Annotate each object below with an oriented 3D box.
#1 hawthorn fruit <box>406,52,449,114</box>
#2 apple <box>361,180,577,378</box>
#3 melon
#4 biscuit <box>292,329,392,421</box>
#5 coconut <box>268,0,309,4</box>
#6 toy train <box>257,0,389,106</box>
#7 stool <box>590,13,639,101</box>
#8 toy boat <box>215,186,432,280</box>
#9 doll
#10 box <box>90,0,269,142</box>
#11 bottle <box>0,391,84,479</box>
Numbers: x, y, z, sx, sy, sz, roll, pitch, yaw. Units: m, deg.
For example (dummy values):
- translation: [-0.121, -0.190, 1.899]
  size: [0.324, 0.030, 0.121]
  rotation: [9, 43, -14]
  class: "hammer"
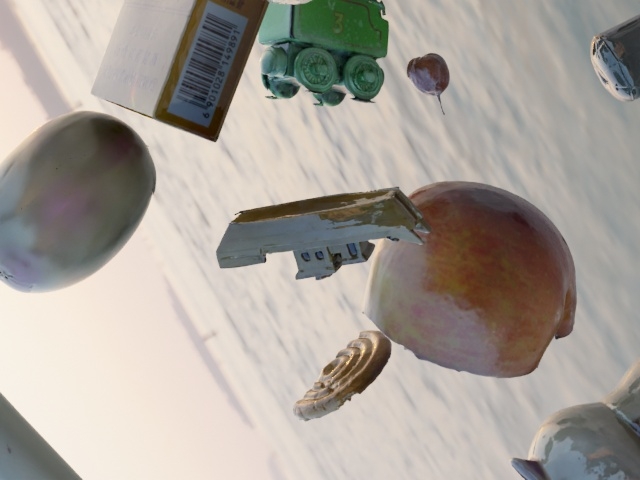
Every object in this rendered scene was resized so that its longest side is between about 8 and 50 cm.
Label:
- translation: [0.180, -0.250, 1.839]
  size: [0.067, 0.066, 0.103]
  rotation: [160, 87, -83]
  class: "hawthorn fruit"
- translation: [0.197, 0.021, 1.375]
  size: [0.251, 0.293, 0.163]
  rotation: [20, 120, 13]
  class: "apple"
- translation: [-0.386, -0.062, 1.752]
  size: [0.223, 0.317, 0.223]
  rotation: [27, 149, 18]
  class: "melon"
- translation: [0.049, 0.235, 2.027]
  size: [0.033, 0.224, 0.144]
  rotation: [53, 155, -17]
  class: "biscuit"
- translation: [-0.057, -0.410, 1.383]
  size: [0.233, 0.245, 0.233]
  rotation: [19, 142, 15]
  class: "coconut"
- translation: [0.005, -0.326, 1.936]
  size: [0.132, 0.243, 0.188]
  rotation: [3, 88, 53]
  class: "toy train"
- translation: [0.397, -0.232, 1.423]
  size: [0.096, 0.110, 0.096]
  rotation: [59, -174, -10]
  class: "stool"
- translation: [0.000, 0.000, 1.061]
  size: [0.064, 0.206, 0.072]
  rotation: [-49, -51, -60]
  class: "toy boat"
- translation: [0.455, 0.274, 1.571]
  size: [0.226, 0.370, 0.215]
  rotation: [48, 174, 25]
  class: "doll"
- translation: [-0.175, -0.370, 1.658]
  size: [0.115, 0.415, 0.264]
  rotation: [19, -176, -33]
  class: "box"
- translation: [-0.373, 0.252, 1.333]
  size: [0.245, 0.104, 0.104]
  rotation: [47, 172, 0]
  class: "bottle"
